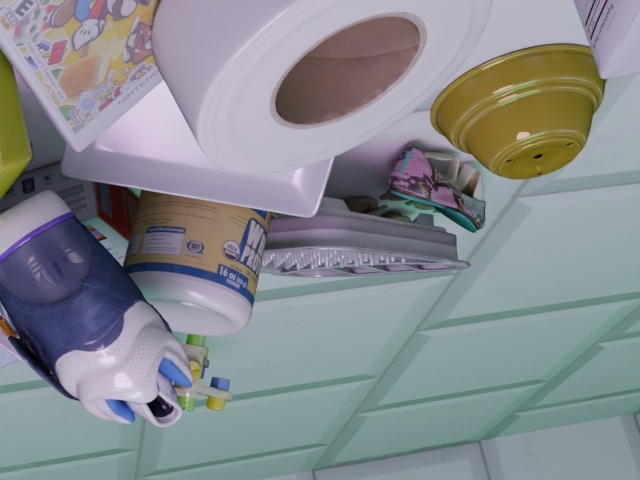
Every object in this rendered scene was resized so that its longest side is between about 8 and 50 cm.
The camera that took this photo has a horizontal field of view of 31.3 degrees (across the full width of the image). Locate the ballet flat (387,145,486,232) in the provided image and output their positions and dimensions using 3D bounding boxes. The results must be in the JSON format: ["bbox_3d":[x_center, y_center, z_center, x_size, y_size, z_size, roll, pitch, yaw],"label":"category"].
[{"bbox_3d":[0.163,-0.069,1.464,0.077,0.079,0.221,27,-177,37],"label":"ballet flat"}]

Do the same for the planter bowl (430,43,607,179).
[{"bbox_3d":[0.243,-0.131,1.332,0.217,0.090,0.217,-11,159,-4],"label":"planter bowl"}]

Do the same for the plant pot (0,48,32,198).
[{"bbox_3d":[-0.363,-0.101,0.900,0.207,0.227,0.228,-4,159,-36],"label":"plant pot"}]

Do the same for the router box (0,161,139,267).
[{"bbox_3d":[-0.368,0.033,1.398,0.335,0.082,0.301,-16,158,8],"label":"router box"}]

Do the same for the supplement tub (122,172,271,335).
[{"bbox_3d":[-0.129,-0.011,1.229,0.144,0.200,0.144,9,159,3],"label":"supplement tub"}]

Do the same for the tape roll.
[{"bbox_3d":[0.003,-0.180,0.976,0.286,0.100,0.286,-25,158,-10],"label":"tape roll"}]

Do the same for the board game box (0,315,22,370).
[{"bbox_3d":[-0.528,0.068,1.224,0.318,0.066,0.319,-25,126,30],"label":"board game box"}]

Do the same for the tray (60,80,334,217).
[{"bbox_3d":[-0.112,-0.111,1.137,0.270,0.030,0.145,9,113,-20],"label":"tray"}]

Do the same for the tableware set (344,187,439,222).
[{"bbox_3d":[0.104,-0.046,1.555,0.141,0.020,0.168,-28,153,33],"label":"tableware set"}]

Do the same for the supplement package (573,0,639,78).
[{"bbox_3d":[0.297,-0.263,0.891,0.194,0.203,0.149,-11,158,-7],"label":"supplement package"}]

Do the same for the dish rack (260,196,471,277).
[{"bbox_3d":[0.000,0.000,1.429,0.285,0.072,0.332,-4,174,37],"label":"dish rack"}]

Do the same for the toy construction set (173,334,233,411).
[{"bbox_3d":[-0.265,0.167,1.690,0.215,0.151,0.328,8,154,14],"label":"toy construction set"}]

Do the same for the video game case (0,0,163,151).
[{"bbox_3d":[-0.156,-0.190,0.918,0.206,0.026,0.227,-43,160,-10],"label":"video game case"}]

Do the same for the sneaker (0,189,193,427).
[{"bbox_3d":[-0.225,0.089,1.098,0.130,0.236,0.323,-36,180,-15],"label":"sneaker"}]
